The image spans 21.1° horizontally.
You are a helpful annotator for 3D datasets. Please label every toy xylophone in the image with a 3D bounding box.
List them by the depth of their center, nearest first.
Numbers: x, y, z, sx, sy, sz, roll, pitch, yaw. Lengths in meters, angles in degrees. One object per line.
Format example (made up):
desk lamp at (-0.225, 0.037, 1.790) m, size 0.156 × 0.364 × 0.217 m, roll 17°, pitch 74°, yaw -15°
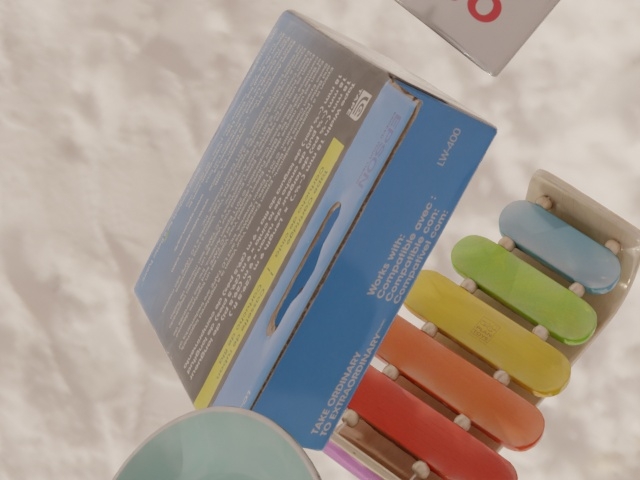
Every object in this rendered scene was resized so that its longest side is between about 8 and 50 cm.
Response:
toy xylophone at (0.106, 0.075, 1.407) m, size 0.323 × 0.236 × 0.081 m, roll -54°, pitch 158°, yaw -24°

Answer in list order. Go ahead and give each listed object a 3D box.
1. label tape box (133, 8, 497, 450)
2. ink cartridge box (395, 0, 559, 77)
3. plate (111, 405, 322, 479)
label tape box at (0.000, 0.000, 1.113) m, size 0.105 × 0.334 × 0.241 m, roll 25°, pitch 99°, yaw -21°
ink cartridge box at (0.113, -0.288, 1.027) m, size 0.223 × 0.129 × 0.307 m, roll 37°, pitch 104°, yaw -9°
plate at (-0.052, 0.172, 0.810) m, size 0.024 × 0.188 × 0.188 m, roll 20°, pitch 94°, yaw -42°
